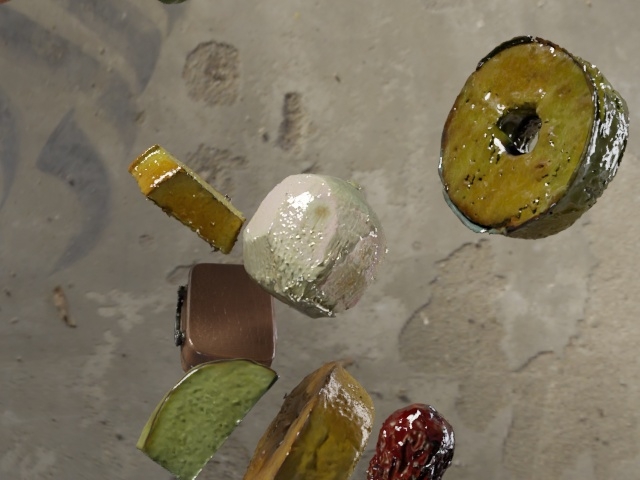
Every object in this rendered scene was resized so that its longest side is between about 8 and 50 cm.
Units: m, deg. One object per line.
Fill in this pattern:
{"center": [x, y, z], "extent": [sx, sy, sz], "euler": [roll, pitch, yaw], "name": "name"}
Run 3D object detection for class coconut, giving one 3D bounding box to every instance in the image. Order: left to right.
{"center": [-0.002, -0.001, 1.315], "extent": [0.194, 0.194, 0.194], "euler": [3, 82, -22], "name": "coconut"}

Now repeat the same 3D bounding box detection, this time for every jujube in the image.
{"center": [0.107, 0.282, 1.257], "extent": [0.104, 0.104, 0.166], "euler": [25, 105, -18], "name": "jujube"}

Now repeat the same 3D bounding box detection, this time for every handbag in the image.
{"center": [-0.143, 0.122, 1.487], "extent": [0.151, 0.072, 0.193], "euler": [5, 46, -15], "name": "handbag"}

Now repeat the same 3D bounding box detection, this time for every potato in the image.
{"center": [-0.129, 0.175, 1.057], "extent": [0.081, 0.120, 0.149], "euler": [43, 76, -8], "name": "potato"}

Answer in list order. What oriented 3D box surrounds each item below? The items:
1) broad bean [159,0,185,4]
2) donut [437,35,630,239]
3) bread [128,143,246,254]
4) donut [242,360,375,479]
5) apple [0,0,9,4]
{"center": [-0.255, -0.420, 1.596], "extent": [0.039, 0.227, 0.069], "euler": [34, 101, 16], "name": "broad bean"}
{"center": [0.269, -0.119, 1.233], "extent": [0.107, 0.272, 0.272], "euler": [17, 77, -29], "name": "donut"}
{"center": [-0.166, -0.051, 1.316], "extent": [0.065, 0.103, 0.187], "euler": [-46, 122, 1], "name": "bread"}
{"center": [-0.015, 0.307, 1.489], "extent": [0.108, 0.277, 0.277], "euler": [31, 73, -6], "name": "donut"}
{"center": [-0.471, -0.472, 1.325], "extent": [0.348, 0.348, 0.277], "euler": [-45, 130, -21], "name": "apple"}
